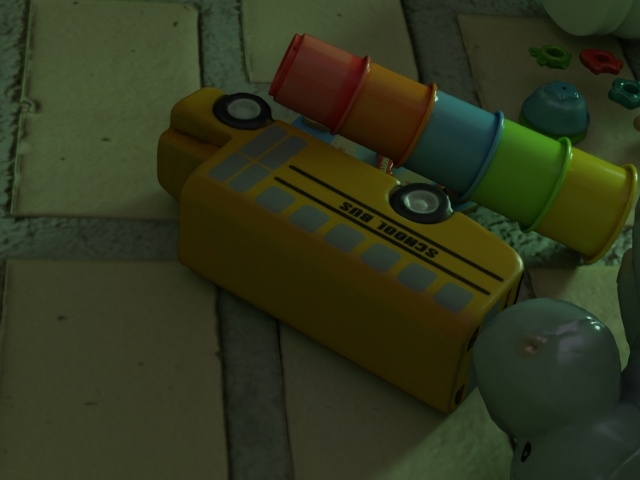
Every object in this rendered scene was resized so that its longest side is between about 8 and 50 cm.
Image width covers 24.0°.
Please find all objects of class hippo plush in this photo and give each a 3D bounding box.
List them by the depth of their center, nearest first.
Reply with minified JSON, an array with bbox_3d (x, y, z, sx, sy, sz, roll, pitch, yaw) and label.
[{"bbox_3d":[0.229,0.121,1.086,0.236,0.234,0.294,-23,90,-8],"label":"hippo plush"}]

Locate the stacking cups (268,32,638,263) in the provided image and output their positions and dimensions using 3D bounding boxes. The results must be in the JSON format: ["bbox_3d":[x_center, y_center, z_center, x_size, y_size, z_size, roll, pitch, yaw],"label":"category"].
[{"bbox_3d":[0.109,-0.081,1.273,0.316,0.096,0.096,22,40,-9],"label":"stacking cups"}]

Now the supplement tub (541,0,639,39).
[{"bbox_3d":[0.380,-0.315,1.581,0.272,0.191,0.191,-11,44,-21],"label":"supplement tub"}]

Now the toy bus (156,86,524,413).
[{"bbox_3d":[0.000,0.000,1.219,0.332,0.108,0.130,28,46,21],"label":"toy bus"}]

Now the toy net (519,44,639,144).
[{"bbox_3d":[0.314,-0.131,1.473,0.232,0.045,0.122,11,39,1],"label":"toy net"}]

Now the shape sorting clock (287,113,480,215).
[{"bbox_3d":[0.061,-0.077,1.369,0.206,0.040,0.206,5,40,-4],"label":"shape sorting clock"}]
